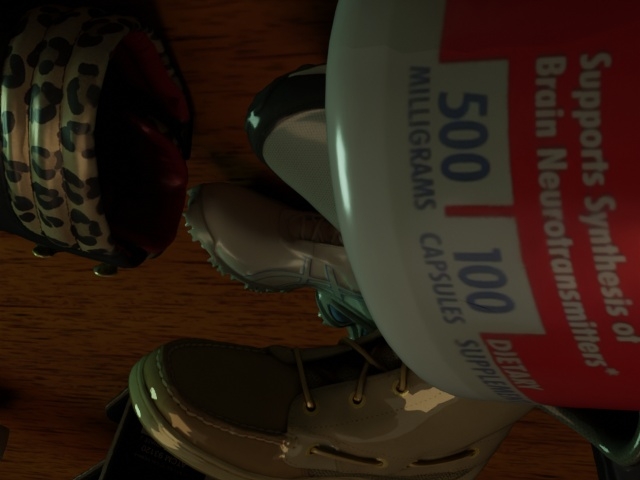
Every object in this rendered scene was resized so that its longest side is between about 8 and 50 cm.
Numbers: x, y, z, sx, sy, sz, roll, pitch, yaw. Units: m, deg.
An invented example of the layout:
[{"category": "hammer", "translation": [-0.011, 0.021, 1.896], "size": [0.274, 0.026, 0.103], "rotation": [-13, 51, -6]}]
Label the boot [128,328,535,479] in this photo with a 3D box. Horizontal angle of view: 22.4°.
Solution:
[{"category": "boot", "translation": [0.038, 0.070, 0.968], "size": [0.262, 0.095, 0.203], "rotation": [19, 131, -32]}]

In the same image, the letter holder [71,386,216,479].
[{"category": "letter holder", "translation": [-0.082, 0.270, 1.464], "size": [0.302, 0.152, 0.214], "rotation": [25, 155, -14]}]

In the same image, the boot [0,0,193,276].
[{"category": "boot", "translation": [-0.223, -0.039, 0.976], "size": [0.284, 0.138, 0.377], "rotation": [11, 148, 12]}]

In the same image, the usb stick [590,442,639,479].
[{"category": "usb stick", "translation": [0.178, 0.056, 0.911], "size": [0.077, 0.045, 0.278], "rotation": [-17, 127, 3]}]

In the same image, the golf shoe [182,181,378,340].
[{"category": "golf shoe", "translation": [0.000, 0.000, 1.007], "size": [0.176, 0.069, 0.086], "rotation": [27, 135, -31]}]

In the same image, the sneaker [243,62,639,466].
[{"category": "sneaker", "translation": [0.079, 0.008, 0.791], "size": [0.271, 0.108, 0.100], "rotation": [34, 138, -2]}]

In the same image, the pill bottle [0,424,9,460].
[{"category": "pill bottle", "translation": [-0.422, 0.163, 1.464], "size": [0.264, 0.146, 0.146], "rotation": [24, 153, -14]}]

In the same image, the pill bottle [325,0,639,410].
[{"category": "pill bottle", "translation": [0.226, -0.047, 0.575], "size": [0.408, 0.229, 0.229], "rotation": [0, 149, 31]}]
